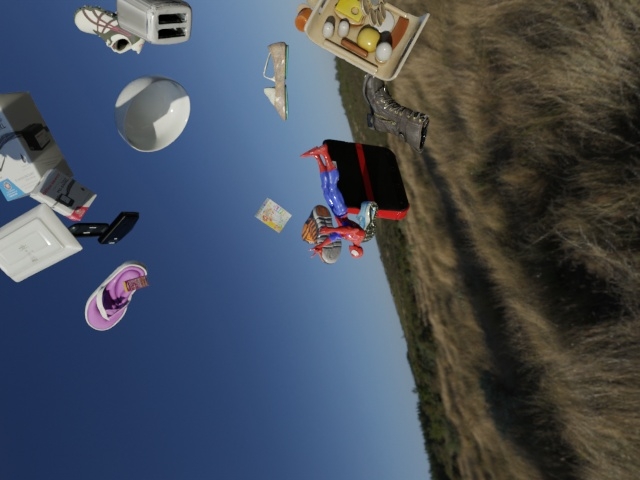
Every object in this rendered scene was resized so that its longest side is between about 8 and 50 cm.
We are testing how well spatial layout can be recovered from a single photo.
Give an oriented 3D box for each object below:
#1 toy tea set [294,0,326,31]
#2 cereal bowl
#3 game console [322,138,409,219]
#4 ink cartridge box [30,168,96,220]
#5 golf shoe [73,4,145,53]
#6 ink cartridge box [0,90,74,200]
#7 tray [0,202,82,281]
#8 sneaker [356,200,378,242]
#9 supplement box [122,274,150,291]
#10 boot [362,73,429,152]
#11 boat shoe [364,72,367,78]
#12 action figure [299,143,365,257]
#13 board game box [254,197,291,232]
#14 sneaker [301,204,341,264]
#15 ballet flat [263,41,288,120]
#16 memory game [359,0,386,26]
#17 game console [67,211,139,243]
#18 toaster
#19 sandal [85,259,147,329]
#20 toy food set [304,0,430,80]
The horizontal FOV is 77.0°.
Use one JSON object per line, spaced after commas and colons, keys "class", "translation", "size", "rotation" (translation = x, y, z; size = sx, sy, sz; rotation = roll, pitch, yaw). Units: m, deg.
{"class": "toy tea set", "translation": [0.059, -0.843, 1.448], "size": [0.124, 0.336, 0.200], "rotation": [-58, -25, -35]}
{"class": "cereal bowl", "translation": [-0.741, -0.565, 1.739], "size": [0.141, 0.339, 0.339], "rotation": [39, -178, 16]}
{"class": "game console", "translation": [0.186, -0.260, 1.683], "size": [0.060, 0.342, 0.387], "rotation": [114, 154, -52]}
{"class": "ink cartridge box", "translation": [-0.850, -0.151, 1.335], "size": [0.150, 0.063, 0.109], "rotation": [44, -120, -45]}
{"class": "golf shoe", "translation": [-0.685, -0.678, 1.297], "size": [0.105, 0.273, 0.120], "rotation": [6, -86, -74]}
{"class": "ink cartridge box", "translation": [-1.037, -0.318, 1.378], "size": [0.307, 0.223, 0.129], "rotation": [70, -153, -16]}
{"class": "tray", "translation": [-0.767, 0.016, 1.051], "size": [0.145, 0.270, 0.030], "rotation": [60, -160, -22]}
{"class": "sneaker", "translation": [0.168, -0.071, 1.498], "size": [0.063, 0.073, 0.162], "rotation": [-2, -72, -39]}
{"class": "supplement box", "translation": [-0.686, 0.160, 1.502], "size": [0.055, 0.083, 0.043], "rotation": [169, 84, -73]}
{"class": "boot", "translation": [0.257, -0.428, 1.310], "size": [0.229, 0.091, 0.263], "rotation": [33, 156, 33]}
{"class": "boat shoe", "translation": [0.253, -0.831, 2.048], "size": [0.063, 0.059, 0.170], "rotation": [140, 132, -64]}
{"class": "action figure", "translation": [0.009, -0.064, 0.935], "size": [0.280, 0.139, 0.091], "rotation": [62, 165, -16]}
{"class": "board game box", "translation": [-0.216, -0.115, 1.853], "size": [0.154, 0.103, 0.026], "rotation": [36, 178, -44]}
{"class": "sneaker", "translation": [0.000, 0.000, 1.959], "size": [0.180, 0.124, 0.321], "rotation": [-51, 40, 47]}
{"class": "ballet flat", "translation": [-0.190, -0.678, 1.727], "size": [0.107, 0.106, 0.316], "rotation": [-109, 19, -72]}
{"class": "memory game", "translation": [0.110, -0.582, 0.911], "size": [0.186, 0.012, 0.186], "rotation": [2, -92, -58]}
{"class": "game console", "translation": [-1.048, -0.062, 1.937], "size": [0.044, 0.213, 0.361], "rotation": [50, -165, 9]}
{"class": "toaster", "translation": [-0.490, -0.665, 1.192], "size": [0.227, 0.146, 0.129], "rotation": [-41, -22, -48]}
{"class": "sandal", "translation": [-0.918, 0.261, 1.784], "size": [0.169, 0.416, 0.102], "rotation": [24, -159, -35]}
{"class": "toy food set", "translation": [0.136, -0.640, 1.182], "size": [0.220, 0.306, 0.092], "rotation": [-62, 2, -1]}
